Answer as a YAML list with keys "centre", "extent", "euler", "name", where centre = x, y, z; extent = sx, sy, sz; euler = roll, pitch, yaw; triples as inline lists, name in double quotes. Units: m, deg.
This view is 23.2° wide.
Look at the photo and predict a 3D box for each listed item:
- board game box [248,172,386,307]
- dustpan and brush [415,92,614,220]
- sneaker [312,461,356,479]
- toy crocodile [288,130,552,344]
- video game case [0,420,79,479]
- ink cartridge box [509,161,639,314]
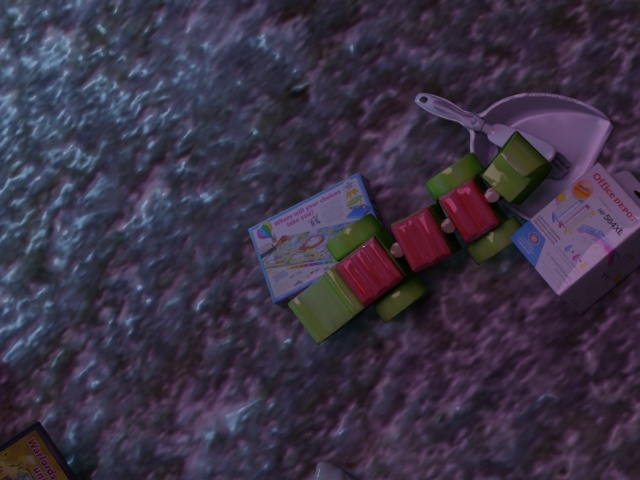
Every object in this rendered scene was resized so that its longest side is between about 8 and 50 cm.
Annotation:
- centre: [0.000, 0.000, 1.836]
  extent: [0.154, 0.026, 0.103]
  euler: [-26, 65, 15]
  name: "board game box"
- centre: [0.203, -0.117, 1.760]
  extent: [0.211, 0.060, 0.147]
  euler: [26, 86, 29]
  name: "dustpan and brush"
- centre: [-0.042, 0.356, 1.715]
  extent: [0.262, 0.099, 0.121]
  euler: [-43, 52, 0]
  name: "sneaker"
- centre: [0.109, 0.001, 1.718]
  extent: [0.340, 0.105, 0.115]
  euler: [-33, 87, 17]
  name: "toy crocodile"
- centre: [-0.356, 0.386, 1.789]
  extent: [0.248, 0.035, 0.275]
  euler: [-33, 73, -15]
  name: "video game case"
- centre: [0.294, -0.008, 1.667]
  extent: [0.143, 0.090, 0.092]
  euler: [-42, 62, 8]
  name: "ink cartridge box"
